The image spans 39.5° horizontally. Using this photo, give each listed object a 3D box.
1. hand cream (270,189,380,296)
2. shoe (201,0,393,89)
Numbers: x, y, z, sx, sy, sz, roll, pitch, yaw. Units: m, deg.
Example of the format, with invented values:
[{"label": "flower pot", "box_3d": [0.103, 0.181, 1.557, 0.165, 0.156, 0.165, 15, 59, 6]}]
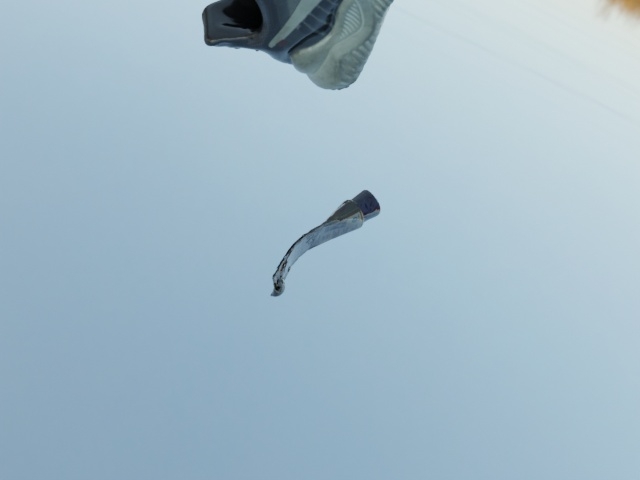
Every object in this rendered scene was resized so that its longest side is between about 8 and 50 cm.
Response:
[{"label": "hand cream", "box_3d": [0.000, 0.000, 1.014, 0.163, 0.062, 0.039, -39, -102, -21]}, {"label": "shoe", "box_3d": [-0.009, -0.180, 0.534, 0.112, 0.227, 0.099, 1, -122, -12]}]
